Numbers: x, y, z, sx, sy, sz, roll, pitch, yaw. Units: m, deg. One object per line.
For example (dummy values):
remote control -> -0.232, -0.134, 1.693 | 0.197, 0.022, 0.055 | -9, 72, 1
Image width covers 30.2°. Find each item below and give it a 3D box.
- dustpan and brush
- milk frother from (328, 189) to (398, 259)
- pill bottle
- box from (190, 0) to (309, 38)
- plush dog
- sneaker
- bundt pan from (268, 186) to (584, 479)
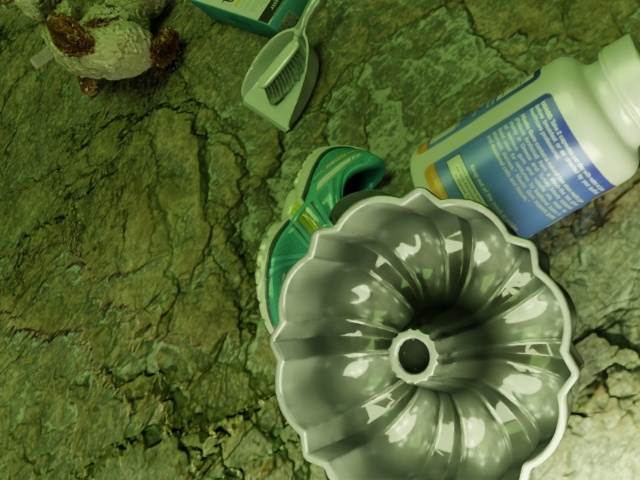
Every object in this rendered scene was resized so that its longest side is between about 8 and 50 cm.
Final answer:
dustpan and brush -> -0.038, -0.277, 1.729 | 0.211, 0.060, 0.147 | -53, 41, 1
milk frother -> 0.071, -0.003, 1.379 | 0.129, 0.135, 0.143 | -17, 38, -10
pill bottle -> 0.245, -0.101, 1.282 | 0.272, 0.152, 0.152 | -32, 46, 23
box -> -0.103, -0.384, 1.861 | 0.244, 0.060, 0.100 | 29, 85, 49
plush dog -> -0.364, -0.330, 1.976 | 0.225, 0.262, 0.211 | 32, 120, 58
sneaker -> 0.000, 0.000, 1.483 | 0.110, 0.107, 0.275 | 7, 69, 35
bundt pan -> 0.119, 0.114, 1.210 | 0.330, 0.124, 0.331 | 0, 89, 29
